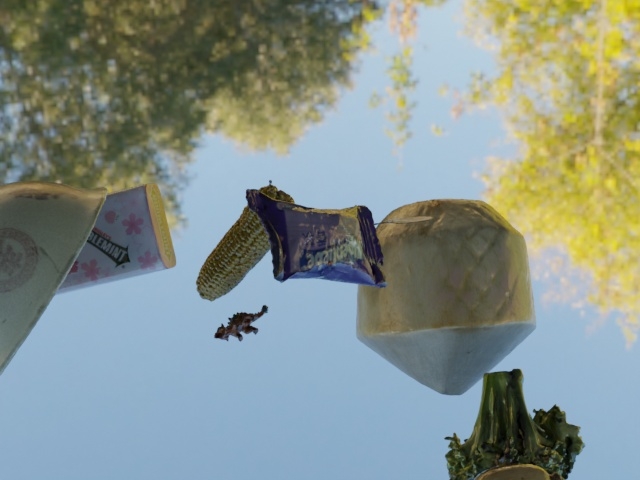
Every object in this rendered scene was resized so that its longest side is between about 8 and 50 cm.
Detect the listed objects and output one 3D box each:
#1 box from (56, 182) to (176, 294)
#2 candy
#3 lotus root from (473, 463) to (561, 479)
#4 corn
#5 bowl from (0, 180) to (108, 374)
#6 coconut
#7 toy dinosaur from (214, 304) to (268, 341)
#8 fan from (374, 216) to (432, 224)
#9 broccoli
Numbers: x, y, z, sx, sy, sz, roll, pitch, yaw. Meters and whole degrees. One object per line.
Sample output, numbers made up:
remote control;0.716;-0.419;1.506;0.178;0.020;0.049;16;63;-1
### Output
box;-0.505;0.010;2.319;0.370;0.190;0.112;-14;179;9
candy;0.000;0.000;1.667;0.070;0.145;0.275;-26;159;38
lotus root;0.253;0.338;1.504;0.150;0.062;0.073;-7;160;-9
corn;-0.161;0.010;2.321;0.102;0.313;0.102;30;-150;-19
bowl;-0.530;0.050;1.718;0.196;0.435;0.435;35;-161;-15
coconut;0.257;0.123;2.322;0.415;0.415;0.345;19;-174;39
toy dinosaur;-0.160;0.172;2.292;0.055;0.049;0.154;16;-148;38
fan;0.128;-0.032;1.884;0.133;0.005;0.085;-8;-173;-22
broccoli;0.359;0.358;2.029;0.263;0.243;0.247;-5;172;3
